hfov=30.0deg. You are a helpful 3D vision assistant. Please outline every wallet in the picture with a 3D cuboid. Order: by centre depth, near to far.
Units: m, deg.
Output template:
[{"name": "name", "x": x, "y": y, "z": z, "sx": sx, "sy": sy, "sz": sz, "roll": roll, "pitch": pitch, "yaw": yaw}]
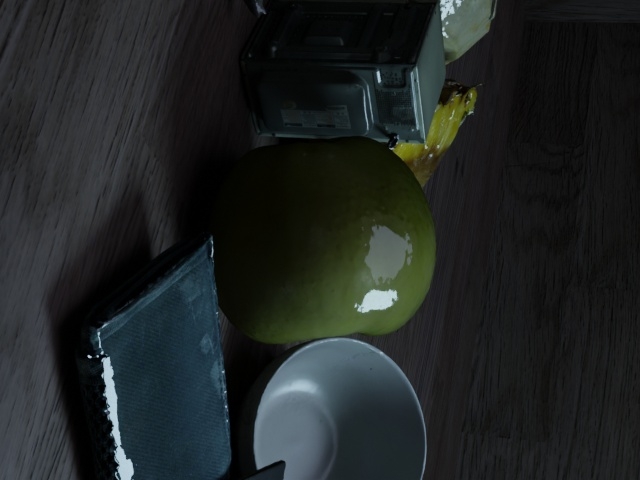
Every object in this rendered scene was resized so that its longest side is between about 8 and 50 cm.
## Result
[{"name": "wallet", "x": -0.182, "y": 0.186, "z": 1.311, "sx": 0.237, "sy": 0.075, "sz": 0.342, "roll": -48, "pitch": 142, "yaw": -54}]

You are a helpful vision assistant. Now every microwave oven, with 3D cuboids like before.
[{"name": "microwave oven", "x": 0.034, "y": -0.233, "z": 1.619, "sx": 0.194, "sy": 0.240, "sz": 0.145, "roll": -67, "pitch": 156, "yaw": -46}]

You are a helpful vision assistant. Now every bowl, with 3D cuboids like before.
[{"name": "bowl", "x": -0.006, "y": 0.284, "z": 1.668, "sx": 0.286, "sy": 0.143, "sz": 0.287, "roll": 7, "pitch": 76, "yaw": -32}]

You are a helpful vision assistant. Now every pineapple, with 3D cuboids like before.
[{"name": "pineapple", "x": 0.037, "y": -0.148, "z": 1.750, "sx": 0.344, "sy": 0.209, "sz": 0.286, "roll": -57, "pitch": 156, "yaw": 15}]

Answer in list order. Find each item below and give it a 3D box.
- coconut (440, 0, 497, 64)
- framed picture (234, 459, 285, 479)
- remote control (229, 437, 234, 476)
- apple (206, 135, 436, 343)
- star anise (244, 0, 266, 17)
[{"name": "coconut", "x": 0.138, "y": -0.429, "z": 1.836, "sx": 0.323, "sy": 0.322, "sz": 0.323, "roll": 4, "pitch": 90, "yaw": -73}, {"name": "framed picture", "x": -0.138, "y": 0.407, "z": 1.398, "sx": 0.323, "sy": 0.013, "sz": 0.244, "roll": -6, "pitch": 106, "yaw": -62}, {"name": "remote control", "x": -0.162, "y": 0.332, "z": 1.486, "sx": 0.261, "sy": 0.029, "sz": 0.067, "roll": -57, "pitch": 147, "yaw": -62}, {"name": "apple", "x": 0.000, "y": 0.000, "z": 1.499, "sx": 0.292, "sy": 0.291, "sz": 0.254, "roll": -20, "pitch": 103, "yaw": -71}, {"name": "star anise", "x": -0.042, "y": -0.422, "z": 1.505, "sx": 0.316, "sy": 0.139, "sz": 0.359, "roll": -40, "pitch": 152, "yaw": -26}]
